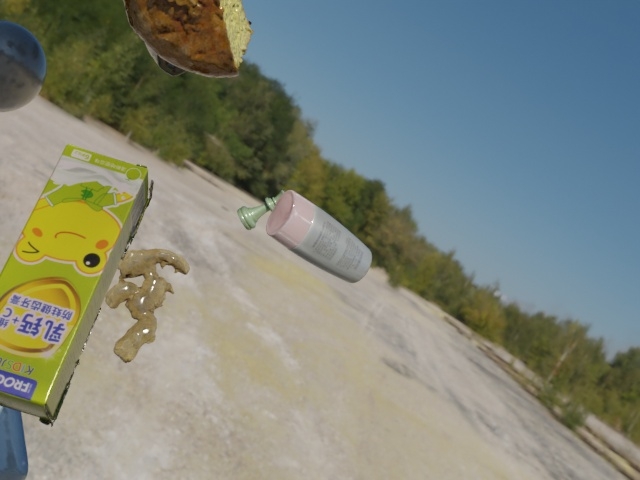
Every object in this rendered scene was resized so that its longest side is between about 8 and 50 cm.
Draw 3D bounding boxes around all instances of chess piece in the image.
[{"bbox_3d":[-0.091,-0.055,1.318,0.042,0.093,0.042,61,8,-15],"label":"chess piece"}]

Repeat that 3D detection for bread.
[{"bbox_3d":[-0.247,-0.454,1.368,0.194,0.178,0.340,-77,157,-54],"label":"bread"}]

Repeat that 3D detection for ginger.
[{"bbox_3d":[-0.393,0.129,1.675,0.149,0.259,0.065,22,-20,1],"label":"ginger"}]

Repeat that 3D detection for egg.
[{"bbox_3d":[-0.632,-0.345,1.545,0.176,0.176,0.231,32,-18,-28],"label":"egg"}]

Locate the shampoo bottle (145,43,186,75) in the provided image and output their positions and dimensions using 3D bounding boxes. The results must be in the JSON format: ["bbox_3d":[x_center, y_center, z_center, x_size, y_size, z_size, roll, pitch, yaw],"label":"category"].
[{"bbox_3d":[-0.346,-0.494,1.750,0.084,0.125,0.350,39,17,-42],"label":"shampoo bottle"}]

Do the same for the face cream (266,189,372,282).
[{"bbox_3d":[0.000,0.000,1.259,0.198,0.084,0.057,35,-16,-37],"label":"face cream"}]

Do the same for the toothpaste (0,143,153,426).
[{"bbox_3d":[-0.307,0.041,0.928,0.110,0.328,0.077,18,-29,-3],"label":"toothpaste"}]

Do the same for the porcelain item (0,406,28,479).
[{"bbox_3d":[-0.689,0.350,1.239,0.405,0.243,0.178,-5,-7,-41],"label":"porcelain item"}]
